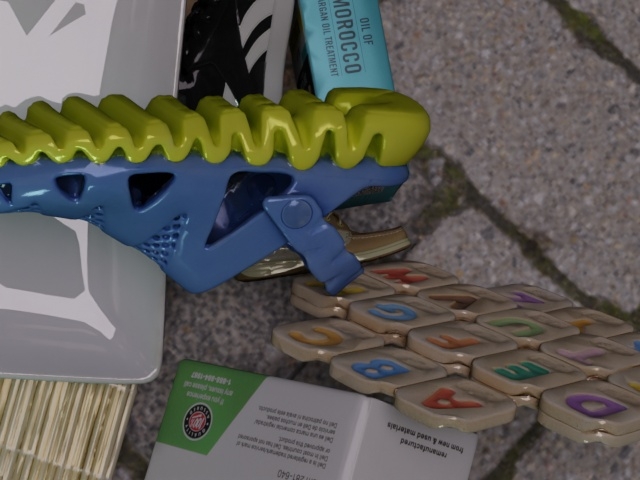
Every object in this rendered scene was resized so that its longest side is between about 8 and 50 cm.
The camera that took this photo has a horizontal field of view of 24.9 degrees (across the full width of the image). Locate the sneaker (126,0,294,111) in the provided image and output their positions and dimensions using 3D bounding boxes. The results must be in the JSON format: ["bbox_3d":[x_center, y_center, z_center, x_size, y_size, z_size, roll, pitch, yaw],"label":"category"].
[{"bbox_3d":[-0.086,-0.151,1.045,0.121,0.079,0.216,-2,111,-15],"label":"sneaker"}]

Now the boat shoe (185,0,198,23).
[{"bbox_3d":[-0.139,-0.172,1.094,0.170,0.059,0.063,2,81,-7],"label":"boat shoe"}]

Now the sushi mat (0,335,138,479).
[{"bbox_3d":[-0.238,0.214,1.031,0.151,0.019,0.316,16,84,-6],"label":"sushi mat"}]

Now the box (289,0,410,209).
[{"bbox_3d":[0.010,-0.151,1.089,0.060,0.100,0.244,-9,82,-7],"label":"box"}]

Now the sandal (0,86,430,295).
[{"bbox_3d":[-0.084,-0.026,0.950,0.317,0.126,0.138,-1,107,-10],"label":"sandal"}]

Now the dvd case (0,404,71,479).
[{"bbox_3d":[-0.276,0.090,1.059,0.221,0.018,0.164,13,81,-4],"label":"dvd case"}]

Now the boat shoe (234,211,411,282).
[{"bbox_3d":[0.000,0.000,1.090,0.135,0.050,0.045,-9,88,-8],"label":"boat shoe"}]

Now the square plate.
[{"bbox_3d":[-0.270,-0.079,0.982,0.347,0.049,0.344,3,96,-14],"label":"square plate"}]

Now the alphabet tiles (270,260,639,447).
[{"bbox_3d":[0.118,0.068,0.981,0.278,0.284,0.021,-7,112,-43],"label":"alphabet tiles"}]

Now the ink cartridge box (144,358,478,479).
[{"bbox_3d":[-0.035,0.235,0.965,0.117,0.201,0.278,24,77,-39],"label":"ink cartridge box"}]
